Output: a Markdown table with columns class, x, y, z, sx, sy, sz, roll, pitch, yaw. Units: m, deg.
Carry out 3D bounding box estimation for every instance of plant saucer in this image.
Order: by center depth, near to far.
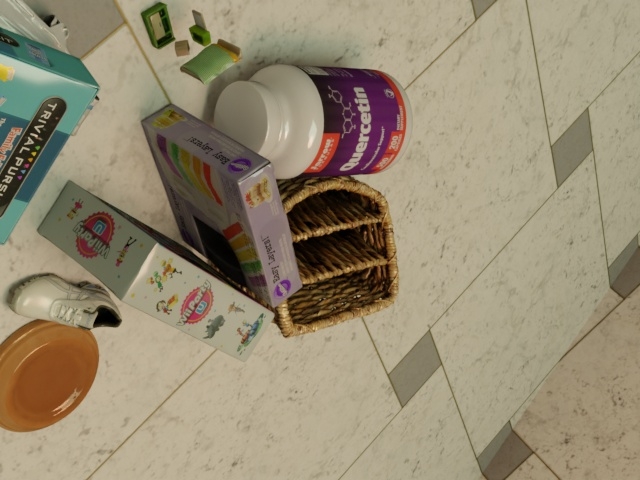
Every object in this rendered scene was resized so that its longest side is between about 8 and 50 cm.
| class | x | y | z | sx | sy | sz | roll | pitch | yaw |
| --- | --- | --- | --- | --- | --- | --- | --- | --- | --- |
| plant saucer | -0.423 | 0.213 | 1.554 | 0.200 | 0.037 | 0.200 | -27 | 131 | -35 |

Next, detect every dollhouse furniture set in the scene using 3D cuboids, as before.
| class | x | y | z | sx | sy | sz | roll | pitch | yaw |
| --- | --- | --- | --- | --- | --- | --- | --- | --- | --- |
| dollhouse furniture set | -0.182 | -0.281 | 1.405 | 0.076 | 0.151 | 0.059 | -37 | 139 | -25 |

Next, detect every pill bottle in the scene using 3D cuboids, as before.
| class | x | y | z | sx | sy | sz | roll | pitch | yaw |
| --- | --- | --- | --- | --- | --- | --- | --- | --- | --- |
| pill bottle | -0.010 | -0.192 | 1.634 | 0.323 | 0.181 | 0.182 | -8 | 119 | -46 |

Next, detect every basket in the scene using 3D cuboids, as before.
| class | x | y | z | sx | sy | sz | roll | pitch | yaw |
| --- | --- | --- | --- | --- | --- | --- | --- | --- | --- |
| basket | 0.000 | 0.000 | 1.724 | 0.299 | 0.223 | 0.213 | -11 | 128 | -44 |

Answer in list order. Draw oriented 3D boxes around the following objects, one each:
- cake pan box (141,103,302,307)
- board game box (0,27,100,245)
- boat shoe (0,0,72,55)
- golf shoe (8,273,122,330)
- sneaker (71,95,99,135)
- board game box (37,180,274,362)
| class | x | y | z | sx | sy | sz | roll | pitch | yaw |
| --- | --- | --- | --- | --- | --- | --- | --- | --- | --- |
| cake pan box | -0.146 | -0.051 | 1.524 | 0.070 | 0.245 | 0.267 | -35 | 138 | -23 |
| board game box | -0.466 | -0.144 | 1.165 | 0.336 | 0.079 | 0.254 | 17 | 116 | -47 |
| boat shoe | -0.358 | -0.264 | 1.298 | 0.184 | 0.066 | 0.063 | 37 | 85 | -43 |
| golf shoe | -0.371 | 0.098 | 1.498 | 0.176 | 0.086 | 0.069 | 6 | 111 | -48 |
| sneaker | -0.380 | -0.174 | 1.324 | 0.190 | 0.071 | 0.083 | 9 | 113 | -50 |
| board game box | -0.238 | 0.050 | 1.503 | 0.097 | 0.224 | 0.303 | -57 | 143 | -2 |
